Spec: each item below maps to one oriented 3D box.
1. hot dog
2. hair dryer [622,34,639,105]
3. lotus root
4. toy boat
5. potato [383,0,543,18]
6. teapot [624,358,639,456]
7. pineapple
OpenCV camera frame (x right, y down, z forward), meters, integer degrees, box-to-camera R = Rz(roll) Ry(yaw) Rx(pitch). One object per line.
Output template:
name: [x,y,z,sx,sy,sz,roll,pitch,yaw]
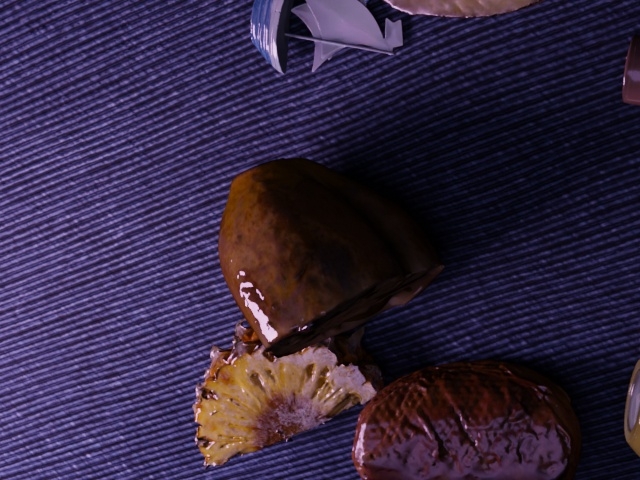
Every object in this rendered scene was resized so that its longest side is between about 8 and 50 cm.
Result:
hot dog: [0.146,0.204,1.567,0.227,0.099,0.160,0,102,6]
hair dryer: [0.331,-0.202,1.370,0.117,0.064,0.181,8,108,16]
lotus root: [0.000,0.000,1.504,0.199,0.188,0.180,-24,78,-5]
toy boat: [-0.001,-0.215,1.494,0.149,0.034,0.105,-7,110,23]
potato: [0.152,-0.319,1.355,0.299,0.116,0.239,-9,102,34]
teapot: [0.356,0.143,1.474,0.119,0.130,0.165,9,82,0]
pineapple: [-0.056,0.139,1.638,0.233,0.079,0.135,-28,108,21]
